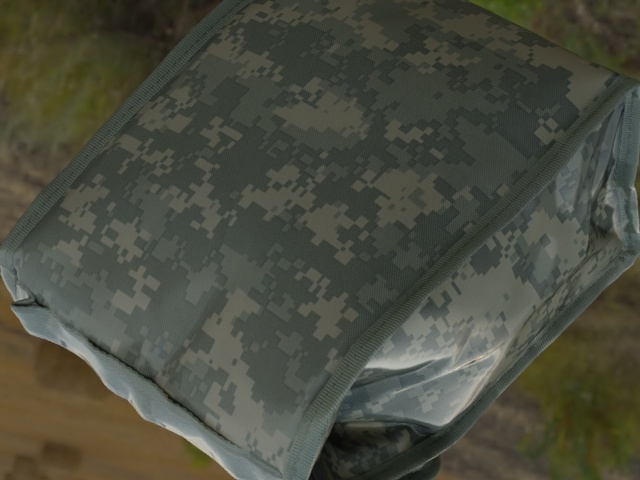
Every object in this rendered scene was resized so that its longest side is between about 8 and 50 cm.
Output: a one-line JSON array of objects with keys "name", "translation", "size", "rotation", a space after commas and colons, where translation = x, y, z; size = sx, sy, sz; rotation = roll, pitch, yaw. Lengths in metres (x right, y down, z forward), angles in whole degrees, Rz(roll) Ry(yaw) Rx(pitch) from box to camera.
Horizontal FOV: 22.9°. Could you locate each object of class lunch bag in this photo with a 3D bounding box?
[{"name": "lunch bag", "translation": [0.000, 0.000, 0.850], "size": [0.235, 0.287, 0.169], "rotation": [33, 152, 31]}]
